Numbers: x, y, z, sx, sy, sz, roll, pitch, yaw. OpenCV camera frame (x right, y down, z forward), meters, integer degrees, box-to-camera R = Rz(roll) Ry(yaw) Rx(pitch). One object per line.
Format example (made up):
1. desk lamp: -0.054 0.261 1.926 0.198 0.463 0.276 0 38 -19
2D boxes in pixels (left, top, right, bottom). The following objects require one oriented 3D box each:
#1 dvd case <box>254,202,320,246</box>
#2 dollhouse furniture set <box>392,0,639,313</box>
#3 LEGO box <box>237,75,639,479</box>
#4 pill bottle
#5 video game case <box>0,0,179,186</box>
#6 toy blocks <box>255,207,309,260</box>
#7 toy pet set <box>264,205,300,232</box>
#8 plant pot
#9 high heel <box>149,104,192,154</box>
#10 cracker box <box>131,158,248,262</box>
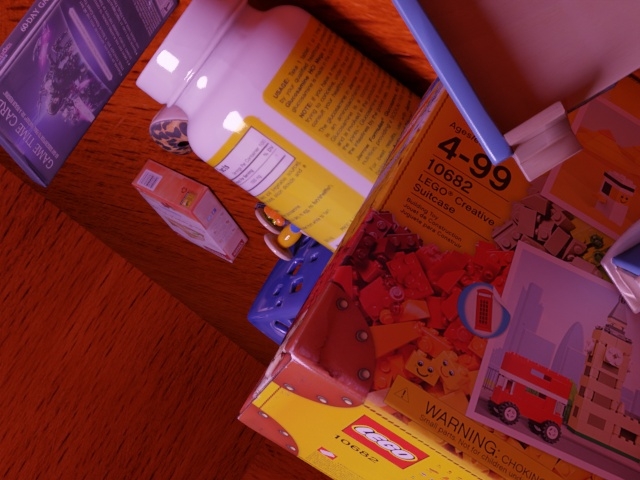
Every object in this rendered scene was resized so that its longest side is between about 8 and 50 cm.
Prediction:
1. dvd case: 0.000 0.000 1.750 0.221 0.018 0.164 16 157 49
2. dollhouse furniture set: 0.222 -0.132 0.614 0.303 0.286 0.198 57 -171 3
3. LEGO box: 0.246 0.102 0.818 0.500 0.372 0.193 32 153 -2
4. pill bottle: -0.014 -0.120 1.040 0.334 0.188 0.188 36 165 -13
5. video game case: -0.255 -0.208 1.068 0.026 0.274 0.196 29 165 15
6. toy blocks: -0.021 -0.058 1.441 0.054 0.148 0.123 34 -160 -33
7. toy pet set: -0.052 -0.081 1.379 0.114 0.122 0.065 33 164 -1
8. plant pot: 0.074 0.074 1.441 0.236 0.236 0.212 37 158 -16
9. high heel: -0.145 -0.147 1.413 0.186 0.093 0.261 32 160 7
10. cracker box: -0.257 -0.056 1.998 0.156 0.067 0.232 25 165 27
